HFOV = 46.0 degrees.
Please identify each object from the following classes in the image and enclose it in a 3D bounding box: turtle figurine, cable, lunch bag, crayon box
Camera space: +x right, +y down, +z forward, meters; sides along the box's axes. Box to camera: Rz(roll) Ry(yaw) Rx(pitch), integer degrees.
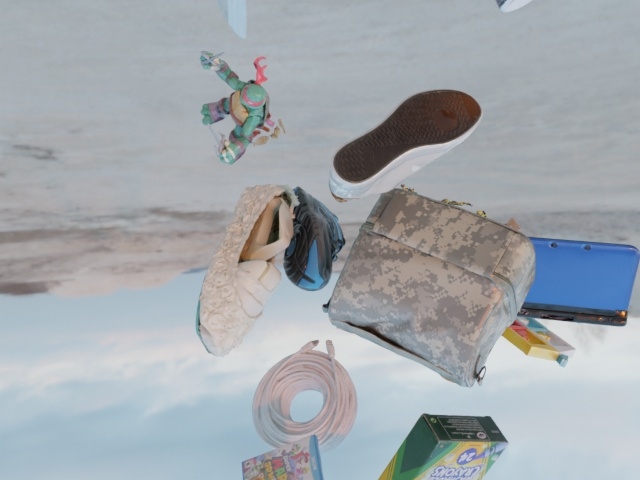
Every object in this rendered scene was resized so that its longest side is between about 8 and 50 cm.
[{"bbox_3d":[-0.139,-0.212,1.236,0.118,0.175,0.234,-5,171,-16],"label":"turtle figurine"},{"bbox_3d":[-0.039,0.392,1.814,0.257,0.257,0.089,-27,144,3],"label":"cable"},{"bbox_3d":[0.184,0.085,1.299,0.305,0.256,0.212,24,162,24],"label":"lunch bag"},{"bbox_3d":[0.237,0.519,1.635,0.203,0.323,0.083,10,-149,-32],"label":"crayon box"}]

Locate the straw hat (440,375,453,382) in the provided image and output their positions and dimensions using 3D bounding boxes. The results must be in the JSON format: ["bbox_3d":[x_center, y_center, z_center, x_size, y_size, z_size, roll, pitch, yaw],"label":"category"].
[{"bbox_3d":[0.325,0.262,1.759,0.144,0.145,0.061,-5,173,-2],"label":"straw hat"}]

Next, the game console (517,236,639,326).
[{"bbox_3d":[0.515,0.090,1.652,0.293,0.173,0.250,6,178,9],"label":"game console"}]

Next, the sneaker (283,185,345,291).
[{"bbox_3d":[0.000,0.000,1.591,0.139,0.125,0.341,28,-155,-21],"label":"sneaker"}]

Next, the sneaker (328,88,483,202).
[{"bbox_3d":[0.131,-0.155,1.242,0.290,0.106,0.123,-27,165,-17],"label":"sneaker"}]

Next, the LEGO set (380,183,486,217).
[{"bbox_3d":[0.303,-0.071,2.067,0.254,0.192,0.331,-14,-162,-3],"label":"LEGO set"}]

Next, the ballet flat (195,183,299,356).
[{"bbox_3d":[-0.130,0.032,1.465,0.147,0.409,0.147,7,140,6],"label":"ballet flat"}]

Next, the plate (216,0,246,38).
[{"bbox_3d":[-0.274,-0.724,2.078,0.045,0.277,0.278,-22,174,-9],"label":"plate"}]

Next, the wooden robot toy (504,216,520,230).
[{"bbox_3d":[0.339,0.041,1.433,0.079,0.173,0.076,-20,-144,-15],"label":"wooden robot toy"}]

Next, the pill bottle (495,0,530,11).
[{"bbox_3d":[0.488,-0.751,2.023,0.130,0.246,0.130,-24,172,-4],"label":"pill bottle"}]

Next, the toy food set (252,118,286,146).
[{"bbox_3d":[-0.183,-0.372,2.561,0.122,0.078,0.019,-17,-153,8],"label":"toy food set"}]

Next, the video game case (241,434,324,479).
[{"bbox_3d":[-0.073,0.455,1.450,0.166,0.119,0.015,-24,136,14],"label":"video game case"}]

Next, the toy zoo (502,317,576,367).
[{"bbox_3d":[0.530,0.236,1.962,0.192,0.030,0.293,9,-159,-37],"label":"toy zoo"}]
